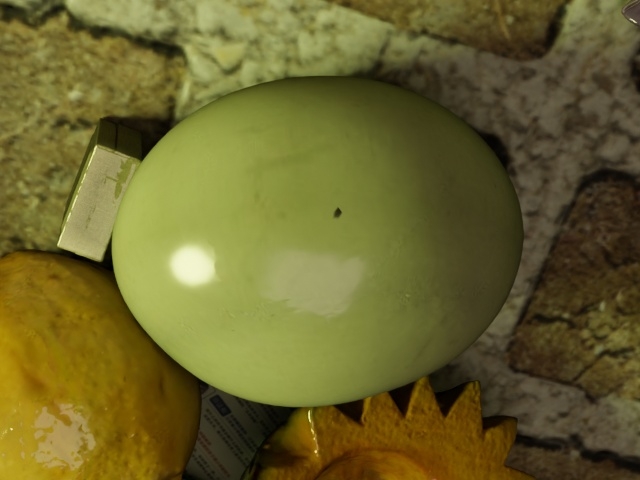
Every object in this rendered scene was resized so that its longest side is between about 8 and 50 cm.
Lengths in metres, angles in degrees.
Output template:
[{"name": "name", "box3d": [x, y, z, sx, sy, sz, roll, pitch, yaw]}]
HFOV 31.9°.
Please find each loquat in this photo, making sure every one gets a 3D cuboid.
[{"name": "loquat", "box3d": [-0.189, 0.106, 0.789, 0.187, 0.176, 0.234, -46, 70, 9]}]

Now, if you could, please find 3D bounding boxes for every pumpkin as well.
[{"name": "pumpkin", "box3d": [0.034, 0.170, 0.877, 0.254, 0.149, 0.130, 12, 72, -26]}]

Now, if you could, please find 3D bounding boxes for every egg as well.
[{"name": "egg", "box3d": [0.000, 0.000, 0.740, 0.269, 0.219, 0.219, 2, 116, -4]}]

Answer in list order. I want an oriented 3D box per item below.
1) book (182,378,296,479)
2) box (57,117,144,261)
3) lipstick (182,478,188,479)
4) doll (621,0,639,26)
[{"name": "book", "box3d": [-0.071, 0.162, 0.919, 0.264, 0.027, 0.202, -29, 115, 10]}, {"name": "box", "box3d": [-0.153, -0.037, 0.782, 0.035, 0.083, 0.079, 20, 106, -15]}, {"name": "lipstick", "box3d": [-0.053, 0.270, 0.919, 0.290, 0.076, 0.077, 29, 111, -21]}, {"name": "doll", "box3d": [0.261, -0.196, 0.762, 0.190, 0.050, 0.115, 0, 120, -3]}]
